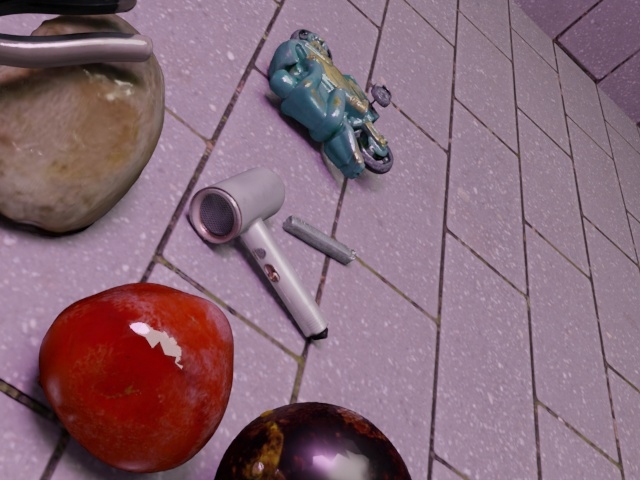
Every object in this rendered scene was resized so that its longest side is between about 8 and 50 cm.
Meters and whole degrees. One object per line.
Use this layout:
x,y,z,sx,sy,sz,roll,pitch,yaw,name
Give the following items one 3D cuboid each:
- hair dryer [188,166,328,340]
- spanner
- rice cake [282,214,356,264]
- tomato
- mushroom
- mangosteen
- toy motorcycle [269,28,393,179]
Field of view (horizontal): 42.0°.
-0.052,0.020,1.049,0.236,0.073,0.131,55,32,2,hair dryer
-0.312,-0.192,0.741,0.325,0.040,0.095,-11,68,-31,spanner
0.000,0.000,1.170,0.121,0.022,0.021,30,46,-27,rice cake
-0.159,0.110,0.757,0.187,0.151,0.187,29,34,-23,tomato
-0.251,-0.136,0.875,0.189,0.164,0.267,49,33,-1,mushroom
-0.008,0.236,0.798,0.192,0.192,0.217,42,10,-13,mangosteen
0.010,-0.229,1.335,0.198,0.109,0.296,-15,68,-52,toy motorcycle
